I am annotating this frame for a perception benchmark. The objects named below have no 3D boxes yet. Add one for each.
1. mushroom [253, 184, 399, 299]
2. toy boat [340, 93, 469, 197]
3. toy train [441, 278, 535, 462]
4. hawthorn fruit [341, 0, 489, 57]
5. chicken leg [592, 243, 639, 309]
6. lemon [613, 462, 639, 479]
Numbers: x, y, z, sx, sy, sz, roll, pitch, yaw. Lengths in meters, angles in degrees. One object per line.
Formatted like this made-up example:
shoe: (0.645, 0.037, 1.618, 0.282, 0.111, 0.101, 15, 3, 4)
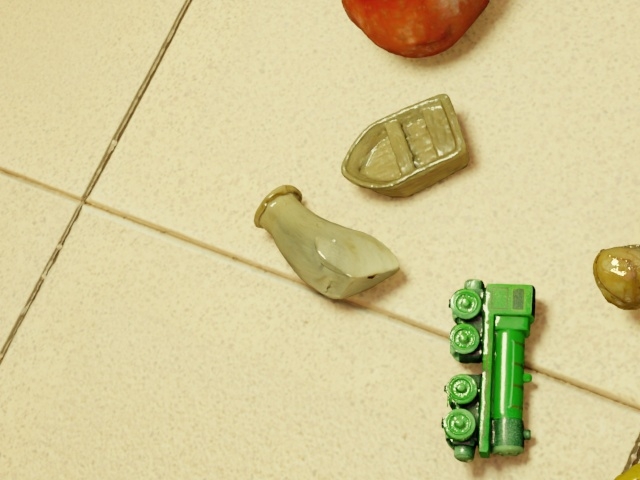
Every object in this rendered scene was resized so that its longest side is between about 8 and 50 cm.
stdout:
mushroom: (-0.001, 0.010, 2.024, 0.247, 0.096, 0.108, 35, 111, 35)
toy boat: (0.124, -0.126, 2.043, 0.188, 0.061, 0.116, -23, 62, 14)
toy train: (0.225, 0.173, 1.859, 0.119, 0.085, 0.251, 1, 72, 9)
hawthorn fruit: (0.120, -0.404, 2.043, 0.242, 0.272, 0.241, -10, 71, 29)
chicken leg: (0.457, 0.047, 1.805, 0.208, 0.101, 0.085, 0, 71, 3)
lemon: (0.421, 0.355, 1.612, 0.260, 0.204, 0.204, 20, 78, 32)
